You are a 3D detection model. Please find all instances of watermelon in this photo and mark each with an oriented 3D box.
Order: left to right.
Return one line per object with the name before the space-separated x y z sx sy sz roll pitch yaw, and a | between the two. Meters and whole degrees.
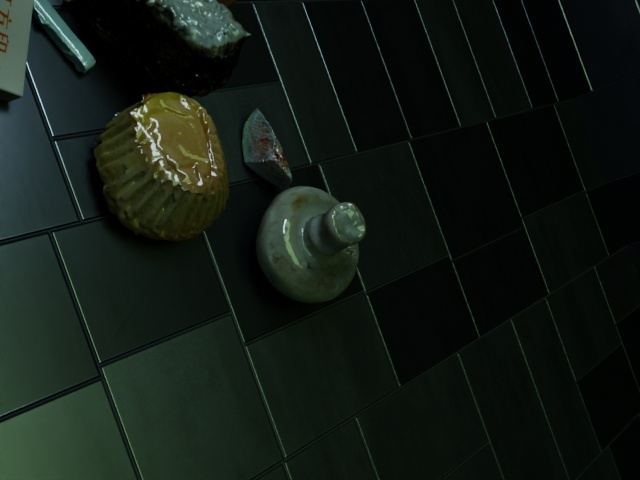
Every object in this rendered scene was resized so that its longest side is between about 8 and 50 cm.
watermelon | -0.114 -0.188 1.769 0.081 0.094 0.180 -18 73 -45

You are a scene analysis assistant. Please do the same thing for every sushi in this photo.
sushi | -0.304 -0.408 1.543 0.343 0.182 0.196 43 29 3

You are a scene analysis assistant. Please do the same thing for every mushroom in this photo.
mushroom | 0.000 0.000 1.708 0.244 0.244 0.243 19 62 -41

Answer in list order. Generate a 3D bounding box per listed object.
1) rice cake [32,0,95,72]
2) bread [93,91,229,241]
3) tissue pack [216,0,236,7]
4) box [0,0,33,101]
rice cake | -0.469 -0.373 1.507 0.180 0.030 0.042 52 47 -17
bread | -0.271 -0.134 1.538 0.274 0.149 0.273 17 62 -34
tissue pack | -0.213 -0.570 1.665 0.145 0.275 0.194 27 56 -37
box | -0.609 -0.364 1.293 0.365 0.051 0.204 19 68 -51
